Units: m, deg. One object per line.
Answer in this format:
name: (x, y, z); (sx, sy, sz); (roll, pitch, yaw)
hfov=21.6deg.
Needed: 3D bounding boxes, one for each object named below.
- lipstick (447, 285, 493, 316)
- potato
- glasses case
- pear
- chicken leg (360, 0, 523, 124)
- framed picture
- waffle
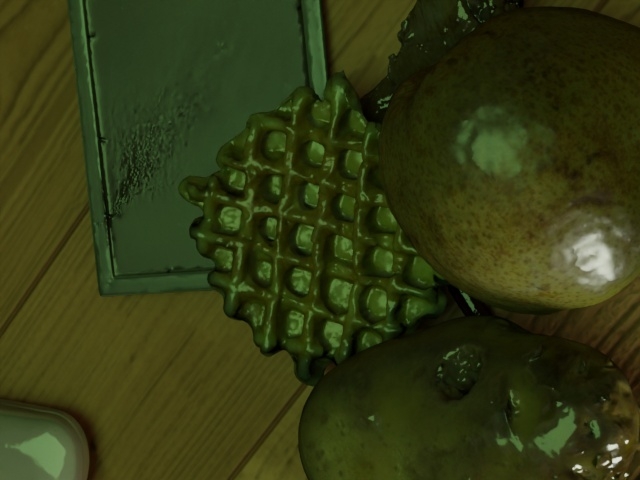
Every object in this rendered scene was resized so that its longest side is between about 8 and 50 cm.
lipstick: (0.150, 0.101, 1.308); (0.027, 0.027, 0.176); (-37, 79, 22)
potato: (0.113, 0.154, 1.248); (0.296, 0.141, 0.191); (-19, 90, 43)
glasses case: (-0.312, 0.185, 1.500); (0.233, 0.059, 0.092); (5, 96, 24)
pear: (0.153, -0.065, 1.187); (0.211, 0.188, 0.228); (38, 102, -18)
chicken leg: (0.089, -0.148, 1.289); (0.085, 0.069, 0.198); (47, 118, 14)
framed picture: (-0.095, -0.105, 1.397); (0.232, 0.019, 0.296); (-3, 94, 21)
waffle: (0.001, 0.000, 1.329); (0.204, 0.054, 0.223); (-36, 86, 21)
